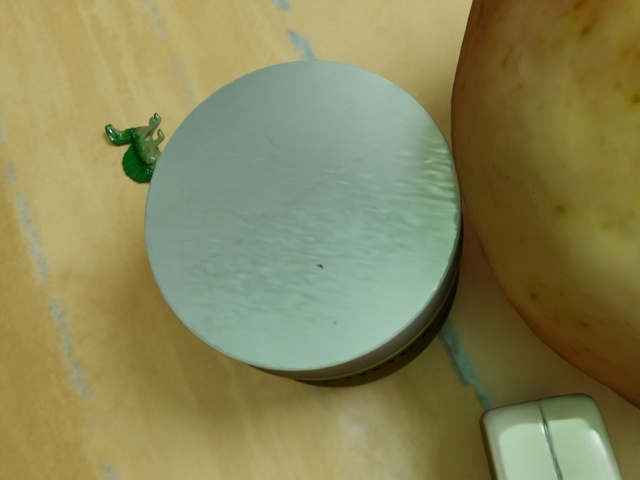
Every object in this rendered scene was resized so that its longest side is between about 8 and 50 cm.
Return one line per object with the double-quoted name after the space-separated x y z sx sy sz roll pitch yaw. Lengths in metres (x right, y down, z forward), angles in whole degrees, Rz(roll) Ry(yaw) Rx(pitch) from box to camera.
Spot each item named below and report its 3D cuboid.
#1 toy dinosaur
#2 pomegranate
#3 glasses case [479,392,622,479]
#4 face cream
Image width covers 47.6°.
-0.162 -0.075 0.700 0.060 0.029 0.120 -37 77 15 "toy dinosaur"
0.280 -0.083 0.421 0.411 0.411 0.412 -3 75 10 "pomegranate"
0.181 0.275 0.478 0.076 0.144 0.336 -13 74 8 "glasses case"
0.000 0.000 0.564 0.218 0.179 0.218 -3 75 10 "face cream"
